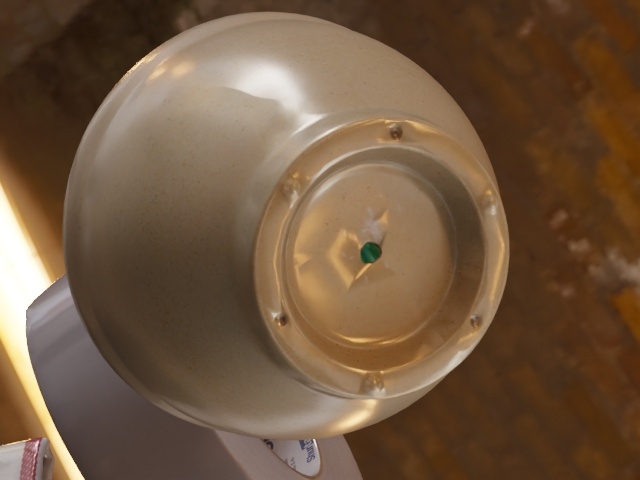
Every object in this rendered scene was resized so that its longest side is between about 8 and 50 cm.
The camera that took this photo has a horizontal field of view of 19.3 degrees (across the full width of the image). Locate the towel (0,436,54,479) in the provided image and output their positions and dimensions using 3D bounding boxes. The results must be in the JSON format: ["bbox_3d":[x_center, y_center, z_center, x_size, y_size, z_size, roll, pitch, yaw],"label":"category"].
[{"bbox_3d":[-0.305,0.229,1.001,0.037,0.329,0.237,67,17,-47],"label":"towel"}]

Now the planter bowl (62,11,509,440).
[{"bbox_3d":[0.000,0.000,0.672,0.109,0.162,0.162,17,-54,66],"label":"planter bowl"}]

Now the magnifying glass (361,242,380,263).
[{"bbox_3d":[0.036,0.006,1.054,0.092,0.026,0.231,36,-19,25],"label":"magnifying glass"}]

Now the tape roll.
[{"bbox_3d":[-0.061,0.097,1.002,0.219,0.072,0.219,52,11,-14],"label":"tape roll"}]
